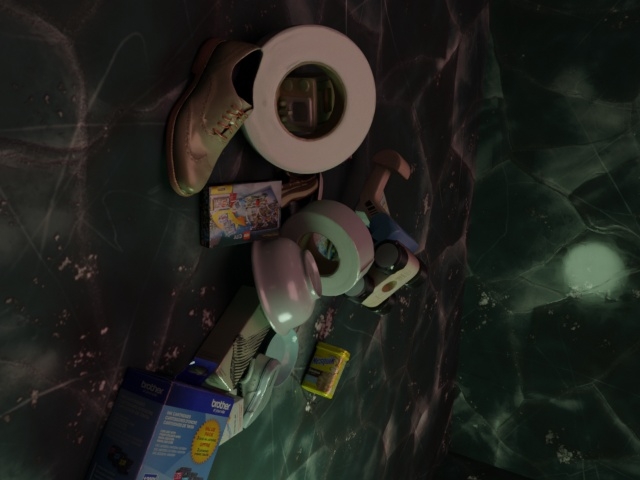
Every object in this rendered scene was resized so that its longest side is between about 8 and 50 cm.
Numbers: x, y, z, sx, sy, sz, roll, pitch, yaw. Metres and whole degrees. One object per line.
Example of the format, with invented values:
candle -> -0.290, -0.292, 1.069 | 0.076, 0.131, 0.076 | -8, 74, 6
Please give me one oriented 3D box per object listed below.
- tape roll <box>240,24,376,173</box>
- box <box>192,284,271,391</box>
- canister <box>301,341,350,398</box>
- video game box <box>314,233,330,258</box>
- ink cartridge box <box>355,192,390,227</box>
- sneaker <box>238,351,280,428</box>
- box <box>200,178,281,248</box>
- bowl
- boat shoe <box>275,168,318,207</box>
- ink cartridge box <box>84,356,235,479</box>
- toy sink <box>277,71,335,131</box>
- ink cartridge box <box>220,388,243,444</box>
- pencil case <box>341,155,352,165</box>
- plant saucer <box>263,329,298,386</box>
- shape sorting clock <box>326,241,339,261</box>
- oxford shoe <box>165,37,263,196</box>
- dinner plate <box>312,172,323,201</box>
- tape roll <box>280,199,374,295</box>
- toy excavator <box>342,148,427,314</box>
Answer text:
tape roll -> -0.038, -0.372, 1.555 | 0.392, 0.072, 0.391 | -8, 112, -22
box -> -0.229, 0.264, 1.605 | 0.275, 0.094, 0.113 | -59, 144, -32
canister -> 0.017, 0.459, 2.068 | 0.169, 0.126, 0.073 | -66, 148, -20
video game box -> 0.000, 0.000, 1.971 | 0.205, 0.048, 0.187 | -39, 130, -50
ink cartridge box -> 0.207, -0.096, 2.276 | 0.127, 0.072, 0.175 | -59, 145, -32
sneaker -> -0.197, 0.438, 1.730 | 0.094, 0.091, 0.258 | -21, 138, -62
box -> -0.205, -0.074, 1.533 | 0.233, 0.044, 0.159 | -10, 109, -43
bowl -> -0.080, 0.111, 1.648 | 0.298, 0.134, 0.297 | -15, 90, -79
boat shoe -> -0.093, -0.166, 1.714 | 0.257, 0.095, 0.095 | -36, 123, -50
ink cartridge box -> -0.368, 0.465, 1.378 | 0.270, 0.151, 0.395 | 41, 62, -57
toy sink -> -0.046, -0.397, 1.680 | 0.234, 0.131, 0.152 | -30, 124, -53
ink cartridge box -> -0.272, 0.499, 1.638 | 0.181, 0.062, 0.104 | -16, 113, -58
pencil case -> 0.099, -0.357, 1.981 | 0.209, 0.098, 0.095 | -61, 146, -31
plant saucer -> -0.137, 0.366, 1.857 | 0.195, 0.038, 0.194 | -25, 119, -56
shape sorting clock -> 0.082, 0.037, 2.042 | 0.206, 0.040, 0.206 | -30, 125, -55
oxford shoe -> -0.244, -0.289, 1.353 | 0.140, 0.147, 0.396 | 25, 78, -60
dinner plate -> -0.008, -0.158, 1.855 | 0.141, 0.017, 0.141 | -175, -90, -80
tape roll -> 0.016, 0.023, 1.765 | 0.100, 0.286, 0.286 | -40, 132, -50
toy excavator -> 0.189, -0.042, 1.977 | 0.433, 0.445, 0.222 | -41, 145, 14
